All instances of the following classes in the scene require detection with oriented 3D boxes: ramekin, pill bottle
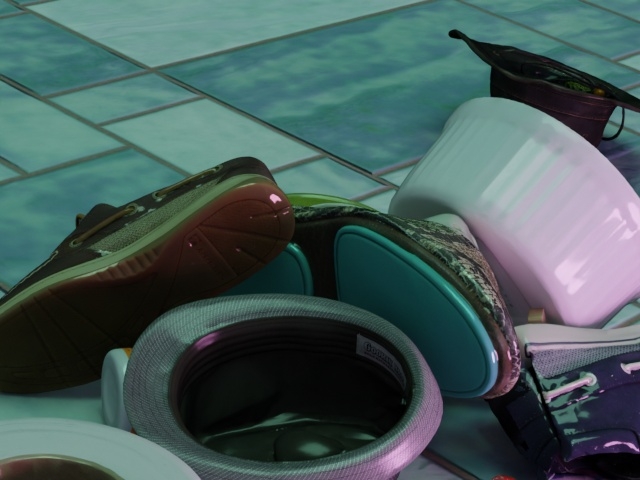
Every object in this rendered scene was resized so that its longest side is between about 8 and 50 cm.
[{"bbox_3d":[0.201,0.000,1.856,0.277,0.277,0.135,27,62,34],"label":"ramekin"},{"bbox_3d":[-0.123,0.139,1.685,0.152,0.086,0.086,-3,28,-21],"label":"pill bottle"}]

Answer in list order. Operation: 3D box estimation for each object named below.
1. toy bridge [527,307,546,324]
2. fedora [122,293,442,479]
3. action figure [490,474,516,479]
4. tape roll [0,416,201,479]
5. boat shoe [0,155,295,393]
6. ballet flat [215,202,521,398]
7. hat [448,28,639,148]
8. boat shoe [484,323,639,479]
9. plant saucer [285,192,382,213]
[{"bbox_3d":[0.139,0.107,1.785,0.188,0.063,0.026,-6,25,14],"label":"toy bridge"},{"bbox_3d":[-0.032,0.164,1.589,0.275,0.124,0.243,-1,40,-1],"label":"fedora"},{"bbox_3d":[0.229,0.267,1.520,0.280,0.091,0.139,10,17,4],"label":"action figure"},{"bbox_3d":[-0.204,0.262,1.319,0.246,0.169,0.246,7,25,-3],"label":"tape roll"},{"bbox_3d":[-0.189,0.024,1.726,0.342,0.123,0.123,-33,34,4],"label":"boat shoe"},{"bbox_3d":[0.039,0.025,1.766,0.483,0.164,0.182,13,29,41],"label":"ballet flat"},{"bbox_3d":[0.292,-0.169,2.387,0.331,0.134,0.331,22,13,-5],"label":"hat"},{"bbox_3d":[0.319,0.168,1.755,0.341,0.127,0.158,-2,48,-27],"label":"boat shoe"},{"bbox_3d":[0.000,0.000,2.064,0.241,0.037,0.241,7,26,-4],"label":"plant saucer"}]
